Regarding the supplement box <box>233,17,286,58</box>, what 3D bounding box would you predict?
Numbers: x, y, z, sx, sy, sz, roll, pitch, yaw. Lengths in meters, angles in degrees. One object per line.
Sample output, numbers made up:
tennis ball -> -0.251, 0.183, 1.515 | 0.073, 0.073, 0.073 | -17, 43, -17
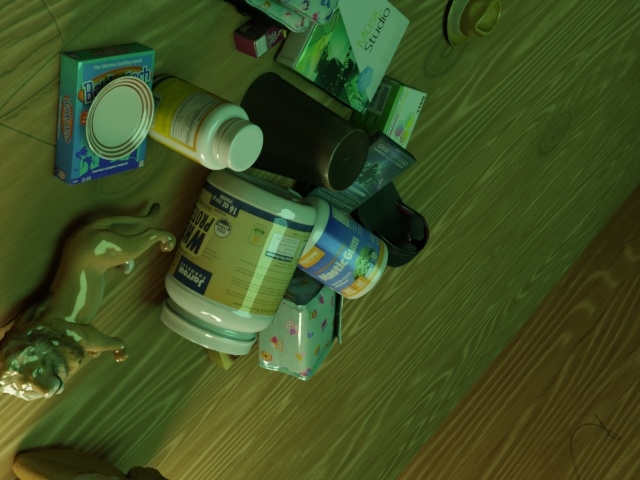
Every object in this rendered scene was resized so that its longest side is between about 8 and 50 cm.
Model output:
supplement box -> -0.111, -0.380, 1.813 | 0.083, 0.055, 0.043 | -43, 145, -28

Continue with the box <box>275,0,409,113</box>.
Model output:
box -> 0.054, -0.416, 2.031 | 0.322, 0.058, 0.232 | 19, 97, -59

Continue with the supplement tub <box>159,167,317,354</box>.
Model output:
supplement tub -> -0.164, 0.039, 1.899 | 0.228, 0.228, 0.316 | 12, 104, -59

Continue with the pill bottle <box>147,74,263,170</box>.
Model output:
pill bottle -> -0.203, -0.195, 1.664 | 0.117, 0.215, 0.117 | -37, 142, -36

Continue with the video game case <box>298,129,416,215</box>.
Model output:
video game case -> 0.067, -0.128, 2.193 | 0.274, 0.026, 0.196 | -38, 153, 15

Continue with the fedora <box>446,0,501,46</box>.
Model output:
fedora -> 0.386, -0.554, 2.401 | 0.194, 0.079, 0.194 | -36, 141, -36

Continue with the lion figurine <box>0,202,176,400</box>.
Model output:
lion figurine -> -0.413, 0.089, 1.689 | 0.240, 0.142, 0.392 | 26, 78, -52

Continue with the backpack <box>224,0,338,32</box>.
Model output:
backpack -> -0.054, -0.504, 1.684 | 0.225, 0.191, 0.253 | 17, 94, -58

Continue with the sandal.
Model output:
sandal -> 0.195, -0.030, 2.507 | 0.167, 0.107, 0.446 | -58, 150, -6

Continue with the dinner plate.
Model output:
dinner plate -> -0.324, -0.198, 1.577 | 0.141, 0.017, 0.141 | -38, 143, -37

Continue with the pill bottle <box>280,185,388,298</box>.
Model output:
pill bottle -> 0.000, 0.000, 2.103 | 0.272, 0.152, 0.152 | 33, 85, -26

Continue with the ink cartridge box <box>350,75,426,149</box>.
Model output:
ink cartridge box -> 0.179, -0.274, 2.298 | 0.255, 0.097, 0.189 | 2, 113, -56

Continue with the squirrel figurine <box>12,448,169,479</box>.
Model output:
squirrel figurine -> -0.454, 0.617, 1.901 | 0.397, 0.281, 0.370 | 1, 120, -54

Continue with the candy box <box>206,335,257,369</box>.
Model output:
candy box -> -0.205, 0.182, 2.129 | 0.109, 0.053, 0.186 | -45, 147, -27

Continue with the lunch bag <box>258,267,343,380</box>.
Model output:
lunch bag -> -0.029, 0.158, 2.278 | 0.262, 0.160, 0.223 | -43, 142, -50

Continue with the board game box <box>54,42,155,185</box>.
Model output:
board game box -> -0.351, -0.207, 1.596 | 0.160, 0.047, 0.210 | -23, 131, -47

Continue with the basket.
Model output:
basket -> -0.032, -0.194, 1.912 | 0.154, 0.227, 0.204 | -27, 136, -44
